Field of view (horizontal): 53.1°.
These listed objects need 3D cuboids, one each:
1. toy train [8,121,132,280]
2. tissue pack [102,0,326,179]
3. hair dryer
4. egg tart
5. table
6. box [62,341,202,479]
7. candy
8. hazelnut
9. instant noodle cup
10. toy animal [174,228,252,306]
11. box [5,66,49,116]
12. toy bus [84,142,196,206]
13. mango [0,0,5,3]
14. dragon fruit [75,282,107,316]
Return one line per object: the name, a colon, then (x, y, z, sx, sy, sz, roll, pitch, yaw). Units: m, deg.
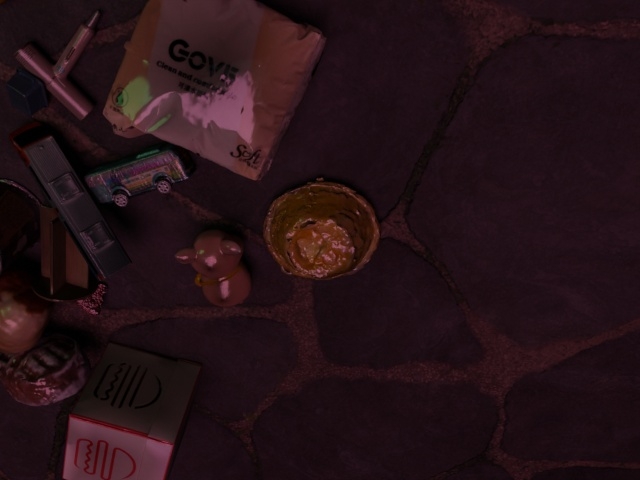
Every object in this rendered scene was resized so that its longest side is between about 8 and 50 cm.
toy train: (-0.596, -0.097, 1.532, 0.089, 0.086, 0.409, -8, 113, 59)
tissue pack: (-0.214, -0.344, 1.330, 0.375, 0.195, 0.390, 21, 101, -7)
hair dryer: (-0.533, -0.405, 1.428, 0.220, 0.053, 0.195, -34, 117, 16)
egg tart: (0.000, 0.000, 1.620, 0.315, 0.120, 0.315, 2, 124, 3)
table: (-0.658, 0.021, 1.653, 0.167, 0.167, 0.227, 11, 120, -4)
box: (-0.554, 0.538, 1.900, 0.300, 0.314, 0.312, 17, 123, -4)
candy: (-0.798, 0.361, 1.839, 0.289, 0.214, 0.157, 6, 127, 35)
hazelnut: (-0.831, 0.182, 1.747, 0.261, 0.241, 0.261, 16, 122, 27)
instant noodle cup: (-0.831, -0.017, 1.606, 0.217, 0.207, 0.217, 2, 123, 3)
toy animal: (-0.263, 0.078, 1.680, 0.165, 0.149, 0.248, -19, 134, -2)
box: (-0.664, -0.331, 1.445, 0.074, 0.054, 0.099, 31, 151, 1)
toy bus: (-0.439, -0.159, 1.560, 0.261, 0.091, 0.109, -16, 115, 12)
mango: (-0.673, -0.566, 1.304, 0.122, 0.085, 0.191, 5, 134, -12)
dragon fruit: (-0.673, 0.150, 1.810, 0.131, 0.063, 0.097, 23, 87, -16)
